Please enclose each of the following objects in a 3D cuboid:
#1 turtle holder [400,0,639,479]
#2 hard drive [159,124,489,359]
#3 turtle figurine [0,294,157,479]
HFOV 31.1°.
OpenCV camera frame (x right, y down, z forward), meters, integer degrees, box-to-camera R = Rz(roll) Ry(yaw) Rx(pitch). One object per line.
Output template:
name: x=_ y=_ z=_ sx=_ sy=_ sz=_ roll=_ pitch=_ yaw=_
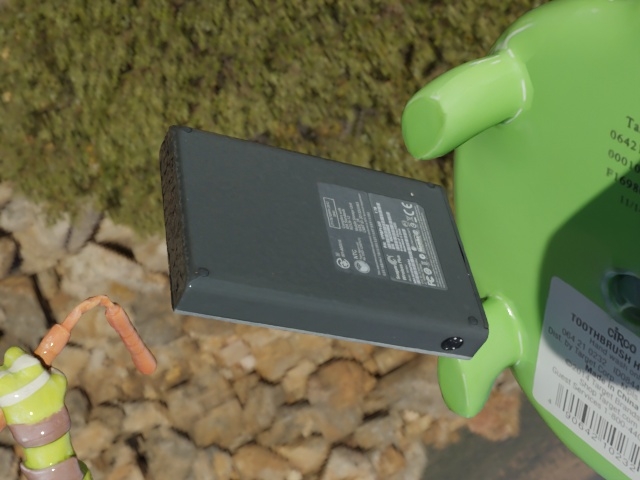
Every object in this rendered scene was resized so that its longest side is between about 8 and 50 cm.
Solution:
turtle holder: x=0.181 y=-0.038 z=0.504 sx=0.227 sy=0.320 sz=0.243 roll=-28 pitch=-161 yaw=-27
hard drive: x=0.000 y=0.000 z=0.491 sx=0.135 sy=0.094 sz=0.022 roll=12 pitch=133 yaw=-24
turtle figurine: x=-0.122 y=0.179 z=0.521 sx=0.217 sy=0.087 sz=0.269 roll=-30 pitch=124 yaw=-37
